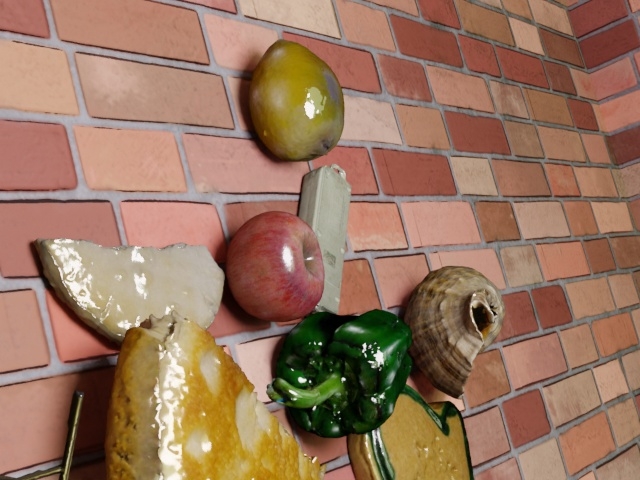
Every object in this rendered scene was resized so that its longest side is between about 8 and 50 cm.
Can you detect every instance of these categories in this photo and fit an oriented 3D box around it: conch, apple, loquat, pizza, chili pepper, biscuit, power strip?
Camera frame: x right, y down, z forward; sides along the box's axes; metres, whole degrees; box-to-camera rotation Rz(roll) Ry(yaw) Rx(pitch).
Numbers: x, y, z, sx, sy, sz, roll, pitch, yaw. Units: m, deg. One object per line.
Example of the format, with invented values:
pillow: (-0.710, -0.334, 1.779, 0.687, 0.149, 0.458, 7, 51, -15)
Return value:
conch: (0.210, 0.135, 1.551, 0.210, 0.158, 0.291, -61, 166, -6)
apple: (-0.062, 0.037, 1.275, 0.153, 0.119, 0.154, -16, 90, -70)
loquat: (-0.037, -0.212, 1.425, 0.152, 0.152, 0.195, -6, 70, -54)
pizza: (-0.108, 0.318, 1.087, 0.406, 0.130, 0.440, 24, 55, -62)
chili pepper: (0.021, 0.188, 1.281, 0.261, 0.173, 0.165, -37, 128, -55)
biscuit: (0.170, 0.362, 1.474, 0.344, 0.057, 0.287, 61, 36, -12)
biscuit: (-0.209, 0.068, 1.138, 0.289, 0.038, 0.141, 6, 68, -51)
power strip: (0.000, 0.000, 1.439, 0.078, 0.052, 0.272, 37, 45, -37)

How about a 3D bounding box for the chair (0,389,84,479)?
chair: (-0.294, 0.277, 0.845, 0.160, 0.170, 0.326, -63, 167, -51)
